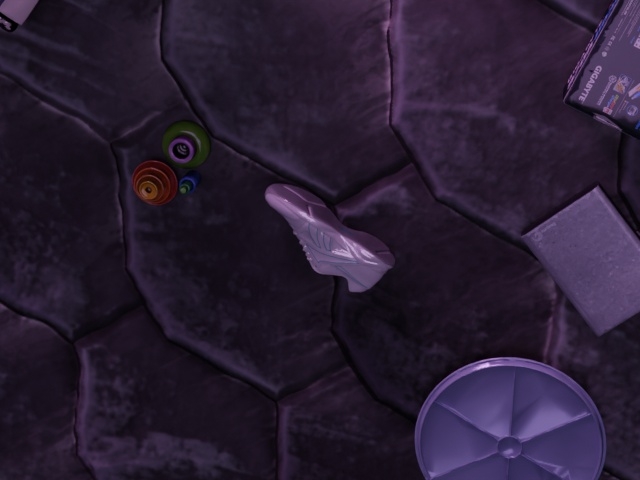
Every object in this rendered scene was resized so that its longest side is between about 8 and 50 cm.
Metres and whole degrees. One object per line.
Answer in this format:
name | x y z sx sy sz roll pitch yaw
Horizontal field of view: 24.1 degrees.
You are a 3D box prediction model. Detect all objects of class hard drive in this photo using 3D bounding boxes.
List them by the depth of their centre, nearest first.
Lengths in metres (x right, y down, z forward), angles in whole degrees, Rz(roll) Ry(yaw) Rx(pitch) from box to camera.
hard drive | 0.279 0.019 1.508 0.094 0.022 0.135 -35 101 20

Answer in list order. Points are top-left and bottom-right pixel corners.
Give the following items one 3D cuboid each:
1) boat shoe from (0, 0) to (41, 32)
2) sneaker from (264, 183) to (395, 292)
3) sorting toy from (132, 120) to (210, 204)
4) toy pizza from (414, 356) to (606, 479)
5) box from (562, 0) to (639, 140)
boat shoe | -0.263 -0.364 1.396 0.158 0.127 0.340 35 113 -12
sneaker | 0.000 0.000 1.532 0.152 0.053 0.061 36 115 -6
sorting toy | -0.152 -0.072 1.536 0.061 0.042 0.102 38 112 -6
toy pizza | 0.201 0.212 1.589 0.201 0.032 0.201 3 110 7
box | 0.353 -0.189 1.401 0.175 0.051 0.220 26 112 0
